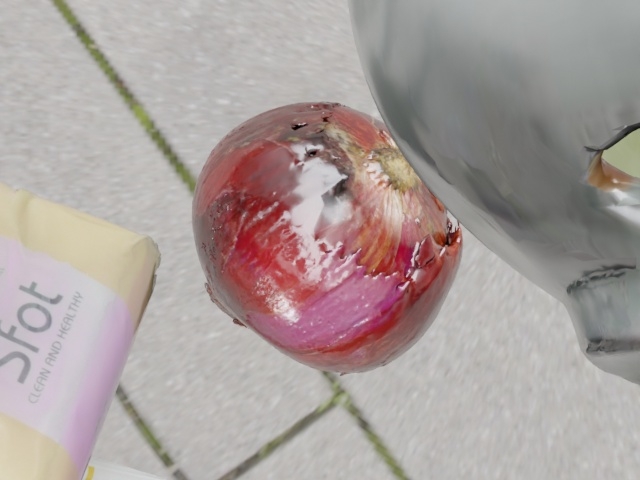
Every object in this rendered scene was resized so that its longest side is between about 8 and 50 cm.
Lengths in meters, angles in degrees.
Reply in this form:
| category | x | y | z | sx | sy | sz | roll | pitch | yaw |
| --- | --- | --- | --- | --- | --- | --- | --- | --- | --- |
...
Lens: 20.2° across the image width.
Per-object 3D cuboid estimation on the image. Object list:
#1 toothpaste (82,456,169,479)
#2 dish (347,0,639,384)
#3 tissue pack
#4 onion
| category | x | y | z | sx | sy | sz | roll | pitch | yaw |
| --- | --- | --- | --- | --- | --- | --- | --- | --- | --- |
| toothpaste | -0.168 | 0.180 | 1.364 | 0.048 | 0.190 | 0.031 | -19 | 67 | 23 |
| dish | 0.153 | -0.002 | 0.395 | 0.324 | 0.324 | 0.124 | 11 | 82 | 7 |
| tissue pack | -0.237 | 0.076 | 1.142 | 0.215 | 0.256 | 0.123 | 22 | 137 | -5 |
| onion | 0.000 | 0.000 | 1.746 | 0.276 | 0.276 | 0.276 | 0 | 93 | 8 |
